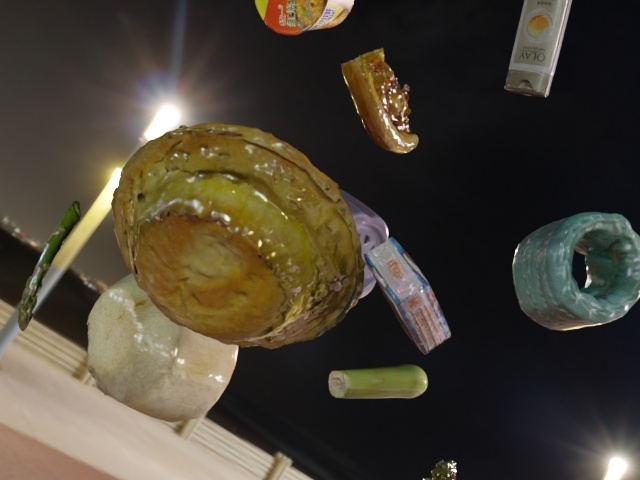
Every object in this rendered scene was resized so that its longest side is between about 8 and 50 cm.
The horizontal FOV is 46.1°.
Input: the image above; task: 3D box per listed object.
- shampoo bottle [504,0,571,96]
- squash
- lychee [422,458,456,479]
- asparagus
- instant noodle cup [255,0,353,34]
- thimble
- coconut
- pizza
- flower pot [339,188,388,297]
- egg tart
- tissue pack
[{"bbox_3d":[0.419,-0.393,1.439,0.086,0.227,0.056,16,7,27],"label":"shampoo bottle"},{"bbox_3d":[0.141,0.327,1.731,0.250,0.083,0.083,3,4,-29],"label":"squash"},{"bbox_3d":[0.293,0.597,1.445,0.320,0.270,0.270,54,-9,9],"label":"lychee"},{"bbox_3d":[-0.434,0.032,1.202,0.027,0.236,0.034,0,-31,34],"label":"asparagus"},{"bbox_3d":[-0.025,-0.594,1.797,0.213,0.213,0.174,27,23,25],"label":"instant noodle cup"},{"bbox_3d":[0.469,0.047,1.355,0.198,0.235,0.143,45,-25,-7],"label":"thimble"},{"bbox_3d":[-0.397,0.276,1.954,0.345,0.415,0.415,-13,-37,30],"label":"coconut"},{"bbox_3d":[0.106,-0.228,1.249,0.056,0.134,0.271,3,-31,30],"label":"pizza"},{"bbox_3d":[0.000,0.000,1.555,0.243,0.265,0.265,20,-17,49],"label":"flower pot"},{"bbox_3d":[-0.148,0.027,1.193,0.443,0.178,0.443,10,-54,14],"label":"egg tart"},{"bbox_3d":[0.134,0.084,1.138,0.115,0.065,0.155,57,-2,42],"label":"tissue pack"}]
